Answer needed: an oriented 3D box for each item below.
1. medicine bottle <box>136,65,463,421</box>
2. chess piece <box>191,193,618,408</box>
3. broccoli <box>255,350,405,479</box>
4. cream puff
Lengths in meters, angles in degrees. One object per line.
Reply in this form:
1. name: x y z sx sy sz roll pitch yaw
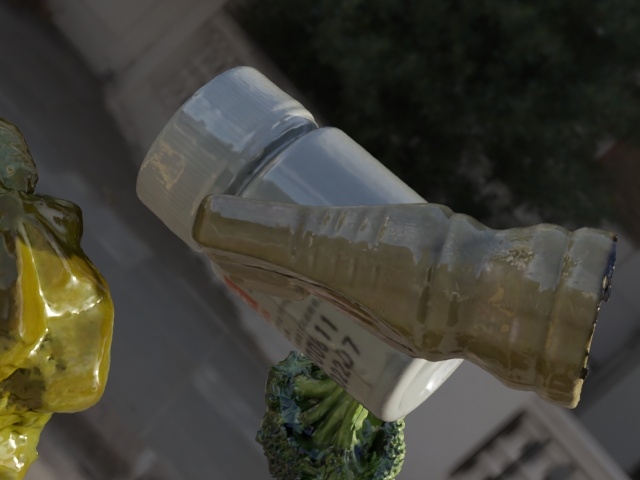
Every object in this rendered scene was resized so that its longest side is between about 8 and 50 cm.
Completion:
1. medicine bottle: 0.000 0.000 1.807 0.371 0.211 0.211 40 4 16
2. chess piece: 0.058 0.026 1.242 0.300 0.137 0.137 13 2 8
3. broccoli: 0.015 0.248 2.194 0.198 0.176 0.226 9 5 -13
4. cream puff: -0.323 0.028 1.230 0.274 0.270 0.323 -6 37 -42
